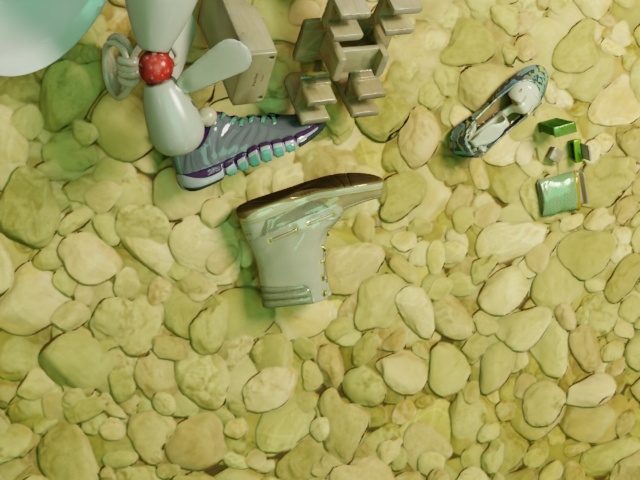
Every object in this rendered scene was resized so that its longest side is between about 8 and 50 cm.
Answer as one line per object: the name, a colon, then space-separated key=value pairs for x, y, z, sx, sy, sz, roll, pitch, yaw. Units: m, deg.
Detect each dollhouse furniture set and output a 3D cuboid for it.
dollhouse furniture set: x=-0.020 y=-0.284 z=1.841 sx=0.242 sy=0.161 sz=0.212 roll=-9 pitch=147 yaw=-23
dollhouse furniture set: x=0.368 y=-0.106 z=2.073 sx=0.076 sy=0.058 sz=0.151 roll=-15 pitch=107 yaw=-14

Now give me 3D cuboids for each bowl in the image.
bowl: x=-0.383 y=-0.362 z=1.692 sx=0.134 sy=0.298 sz=0.297 roll=29 pitch=94 yaw=22

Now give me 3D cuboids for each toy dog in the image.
toy dog: x=-0.167 y=-0.289 z=1.733 sx=0.161 sy=0.220 sz=0.333 roll=-18 pitch=136 yaw=-25

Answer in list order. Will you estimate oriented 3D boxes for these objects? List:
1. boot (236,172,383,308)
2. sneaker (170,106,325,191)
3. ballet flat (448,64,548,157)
boot: x=0.000 y=0.000 z=1.969 sx=0.213 sy=0.077 sz=0.165 roll=-16 pitch=107 yaw=-9
sneaker: x=-0.104 y=-0.151 z=1.897 sx=0.224 sy=0.083 sz=0.098 roll=-25 pitch=104 yaw=-11
ballet flat: x=0.272 y=-0.184 z=2.020 sx=0.188 sy=0.070 sz=0.070 roll=-43 pitch=112 yaw=-4
